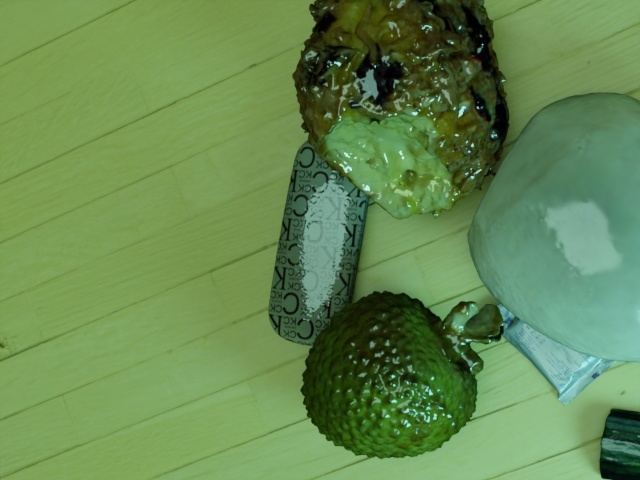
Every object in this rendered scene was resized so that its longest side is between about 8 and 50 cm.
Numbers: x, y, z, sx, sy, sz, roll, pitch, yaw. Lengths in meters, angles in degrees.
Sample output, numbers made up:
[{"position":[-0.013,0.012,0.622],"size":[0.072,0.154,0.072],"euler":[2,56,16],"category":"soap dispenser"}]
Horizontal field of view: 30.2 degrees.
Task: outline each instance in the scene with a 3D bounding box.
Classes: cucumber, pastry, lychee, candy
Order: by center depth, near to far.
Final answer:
[{"position":[0.138,-0.243,1.827],"size":[0.292,0.405,0.337],"euler":[-8,56,33],"category":"pastry"},{"position":[0.447,-0.008,1.827],"size":[0.427,0.186,0.386],"euler":[44,92,7],"category":"candy"},{"position":[0.502,0.331,1.874],"size":[0.115,0.062,0.116],"euler":[8,90,18],"category":"cucumber"},{"position":[0.121,0.213,1.875],"size":[0.320,0.270,0.270],"euler":[-13,86,46],"category":"lychee"}]

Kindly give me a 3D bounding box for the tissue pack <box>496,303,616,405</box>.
[{"position":[0.376,0.157,1.924],"size":[0.122,0.026,0.193],"euler":[-43,80,10],"category":"tissue pack"}]

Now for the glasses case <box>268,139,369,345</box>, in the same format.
[{"position":[0.000,0.000,1.990],"size":[0.137,0.085,0.354],"euler":[10,91,12],"category":"glasses case"}]
